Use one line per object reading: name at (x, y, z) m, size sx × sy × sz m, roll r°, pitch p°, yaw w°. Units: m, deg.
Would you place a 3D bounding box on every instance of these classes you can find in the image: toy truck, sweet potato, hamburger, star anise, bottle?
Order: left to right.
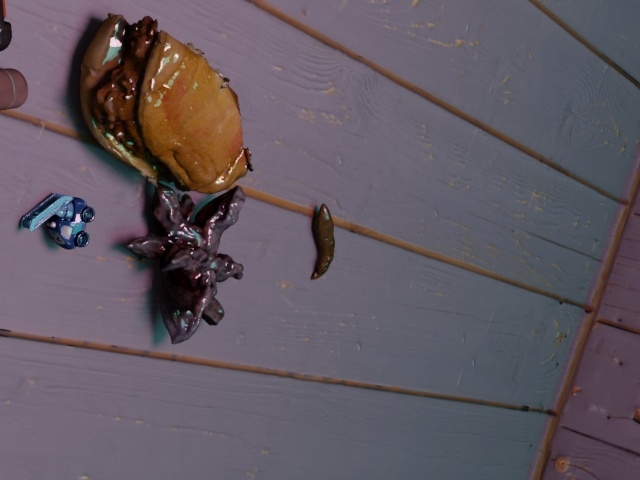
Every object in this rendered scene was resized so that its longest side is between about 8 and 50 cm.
bottle at (-0.425, -0.181, 1.514) m, size 0.140 × 0.053 × 0.053 m, roll -15°, pitch 117°, yaw -49°
toy truck at (-0.357, -0.027, 1.679) m, size 0.090 × 0.056 × 0.073 m, roll 12°, pitch 91°, yaw -41°
hamburger at (-0.216, -0.177, 1.707) m, size 0.245 × 0.155 × 0.282 m, roll -21°, pitch 124°, yaw -45°
star anise at (-0.192, 0.034, 1.875) m, size 0.212 × 0.129 × 0.282 m, roll -58°, pitch 150°, yaw -46°
sweet potato at (0.006, 0.000, 2.184) m, size 0.041 × 0.038 × 0.153 m, roll -5°, pitch 121°, yaw -16°

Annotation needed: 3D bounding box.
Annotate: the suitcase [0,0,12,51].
suitcase at (-0.452, -0.336, 1.396) m, size 0.206 × 0.066 × 0.285 m, roll -26°, pitch 125°, yaw -45°
